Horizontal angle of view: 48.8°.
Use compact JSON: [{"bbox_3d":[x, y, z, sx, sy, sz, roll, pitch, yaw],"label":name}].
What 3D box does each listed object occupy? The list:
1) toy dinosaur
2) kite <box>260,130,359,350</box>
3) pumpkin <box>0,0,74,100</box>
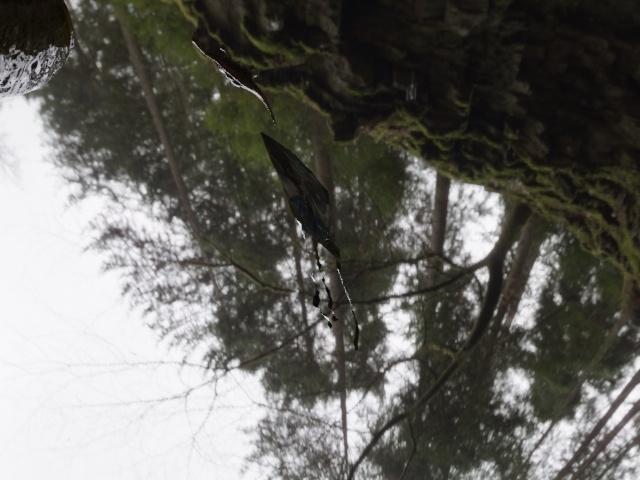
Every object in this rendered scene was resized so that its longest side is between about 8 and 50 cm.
[{"bbox_3d":[-0.121,-0.246,1.038,0.037,0.180,0.058,-36,-147,33],"label":"toy dinosaur"},{"bbox_3d":[0.002,-0.001,0.925,0.015,0.169,0.310,-28,-123,18],"label":"kite"},{"bbox_3d":[-0.551,-0.310,1.002,0.325,0.242,0.232,34,-138,-10],"label":"pumpkin"}]
